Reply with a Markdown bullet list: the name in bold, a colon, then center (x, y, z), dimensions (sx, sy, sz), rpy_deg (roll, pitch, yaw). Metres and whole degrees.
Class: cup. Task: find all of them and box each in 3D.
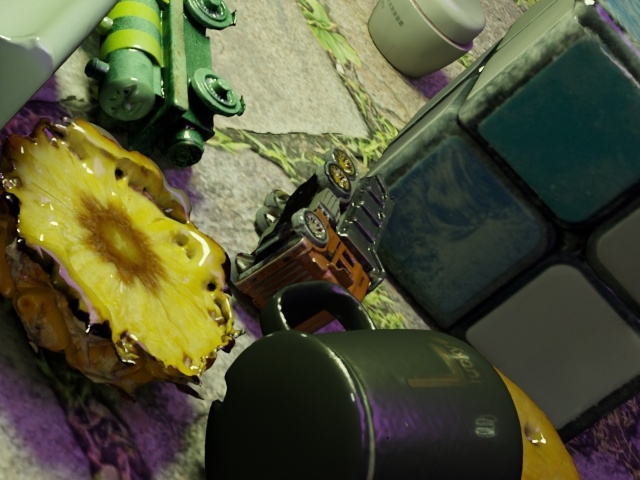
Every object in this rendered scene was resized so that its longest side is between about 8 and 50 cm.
- **cup**: center (0.016, 0.119, 0.916), dimensions (0.176, 0.169, 0.223), rpy_deg (8, 44, -42)

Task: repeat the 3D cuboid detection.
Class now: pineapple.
- **pineapple**: center (-0.142, 0.017, 0.888), dimensions (0.225, 0.076, 0.225), rpy_deg (39, 28, -26)

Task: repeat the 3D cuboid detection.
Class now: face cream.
- **face cream**: center (0.120, -0.250, 1.565), dimensions (0.117, 0.104, 0.117), rpy_deg (35, 32, -26)

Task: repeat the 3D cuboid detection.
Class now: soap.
- **soap**: center (-0.202, -0.144, 0.903), dimensions (0.087, 0.160, 0.265), rpy_deg (45, 28, -14)

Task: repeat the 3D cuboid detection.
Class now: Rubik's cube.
- **Rubik's cube**: center (0.255, -0.056, 1.310), dimensions (0.318, 0.313, 0.316), rpy_deg (47, 28, -4)

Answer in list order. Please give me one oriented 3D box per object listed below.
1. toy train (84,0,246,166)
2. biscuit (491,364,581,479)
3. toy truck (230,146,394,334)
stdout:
- **toy train**: center (-0.133, -0.150, 1.095), dimensions (0.132, 0.083, 0.200), rpy_deg (27, 36, -33)
- **biscuit**: center (0.127, 0.186, 1.093), dimensions (0.220, 0.066, 0.220), rpy_deg (35, 32, -26)
- **toy truck**: center (0.000, 0.000, 1.111), dimensions (0.092, 0.083, 0.192), rpy_deg (50, 26, -13)
